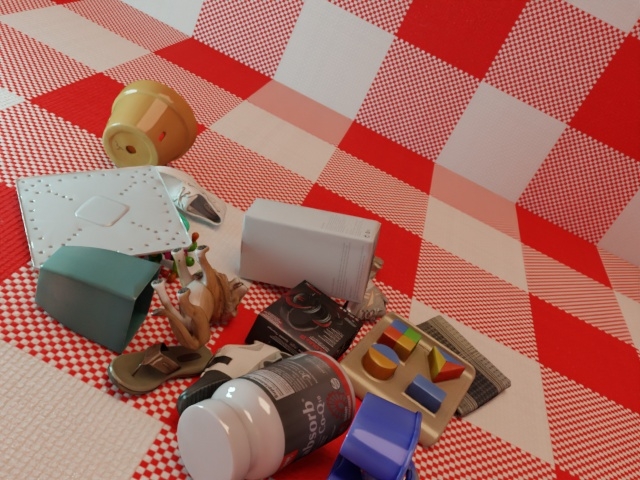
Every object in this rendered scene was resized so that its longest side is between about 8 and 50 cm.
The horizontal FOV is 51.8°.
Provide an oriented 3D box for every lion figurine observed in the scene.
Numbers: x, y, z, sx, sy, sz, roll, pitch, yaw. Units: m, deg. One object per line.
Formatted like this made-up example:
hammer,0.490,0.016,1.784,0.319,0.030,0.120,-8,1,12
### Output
lion figurine,-0.297,0.162,1.592,0.142,0.240,0.392,-8,24,15

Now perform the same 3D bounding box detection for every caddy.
caddy,0.124,0.469,1.378,0.179,0.242,0.341,24,6,10

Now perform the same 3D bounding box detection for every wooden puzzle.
wooden puzzle,0.251,0.355,1.828,0.322,0.081,0.348,34,37,14

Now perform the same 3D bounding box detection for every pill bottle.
pill bottle,-0.108,0.377,1.397,0.210,0.210,0.362,43,32,27

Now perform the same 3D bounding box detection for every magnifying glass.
magnifying glass,-0.467,-0.088,2.069,0.092,0.026,0.231,11,34,-29

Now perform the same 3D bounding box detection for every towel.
towel,0.388,0.378,2.015,0.312,0.056,0.324,-13,50,-47

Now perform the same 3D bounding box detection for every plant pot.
plant pot,-0.578,-0.349,2.172,0.290,0.291,0.204,25,44,-4
plant pot,-0.523,0.116,1.533,0.234,0.166,0.166,22,28,-2

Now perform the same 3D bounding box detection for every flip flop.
flip flop,-0.354,0.272,1.495,0.277,0.080,0.112,-4,42,-46

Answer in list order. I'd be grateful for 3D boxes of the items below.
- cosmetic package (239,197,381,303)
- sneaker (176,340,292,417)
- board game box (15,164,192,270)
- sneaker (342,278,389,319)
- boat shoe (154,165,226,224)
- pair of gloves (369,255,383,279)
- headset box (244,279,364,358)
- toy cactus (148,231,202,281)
cosmetic package,-0.036,0.026,1.948,0.384,0.217,0.156,14,27,8
sneaker,-0.221,0.317,1.520,0.146,0.123,0.330,27,24,32
board game box,-0.590,-0.062,1.783,0.389,0.050,0.390,-9,42,-26
sneaker,0.142,0.206,2.031,0.121,0.099,0.262,37,30,9
boat shoe,-0.415,-0.138,2.070,0.277,0.098,0.096,29,20,-21
pair of gloves,0.109,0.069,2.280,0.204,0.042,0.240,25,21,9
headset box,-0.045,0.251,1.768,0.218,0.110,0.293,35,29,13
toy cactus,-0.434,0.024,1.843,0.180,0.112,0.219,22,35,11
